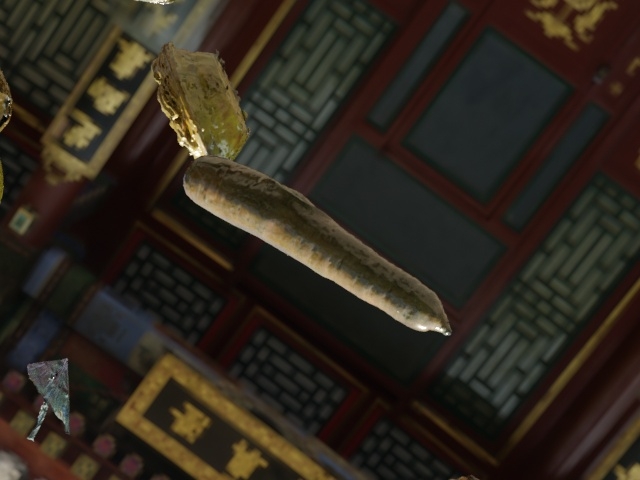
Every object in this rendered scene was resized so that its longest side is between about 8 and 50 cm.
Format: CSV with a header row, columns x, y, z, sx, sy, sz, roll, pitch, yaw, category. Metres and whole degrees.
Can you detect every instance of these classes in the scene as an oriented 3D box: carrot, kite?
x,y,z,sx,sy,sz,roll,pitch,yaw,category
-0.001,0.001,1.388,0.342,0.070,0.070,31,-169,21,carrot
-0.379,0.221,1.855,0.011,0.157,0.139,2,-146,-43,kite

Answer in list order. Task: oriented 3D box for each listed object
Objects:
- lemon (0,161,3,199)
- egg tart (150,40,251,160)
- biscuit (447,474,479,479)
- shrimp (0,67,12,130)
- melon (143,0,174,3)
x,y,z,sx,sy,sz,roll,pitch,yaw,category
-0.456,-0.071,1.532,0.173,0.173,0.206,25,177,-40,lemon
-0.154,-0.178,1.806,0.212,0.090,0.213,-20,-90,-84,egg tart
0.118,0.432,1.720,0.013,0.237,0.232,-124,23,-82,biscuit
-0.461,-0.216,1.570,0.066,0.117,0.262,3,143,47,shrimp
-0.149,-0.330,1.414,0.079,0.160,0.128,22,171,9,melon
